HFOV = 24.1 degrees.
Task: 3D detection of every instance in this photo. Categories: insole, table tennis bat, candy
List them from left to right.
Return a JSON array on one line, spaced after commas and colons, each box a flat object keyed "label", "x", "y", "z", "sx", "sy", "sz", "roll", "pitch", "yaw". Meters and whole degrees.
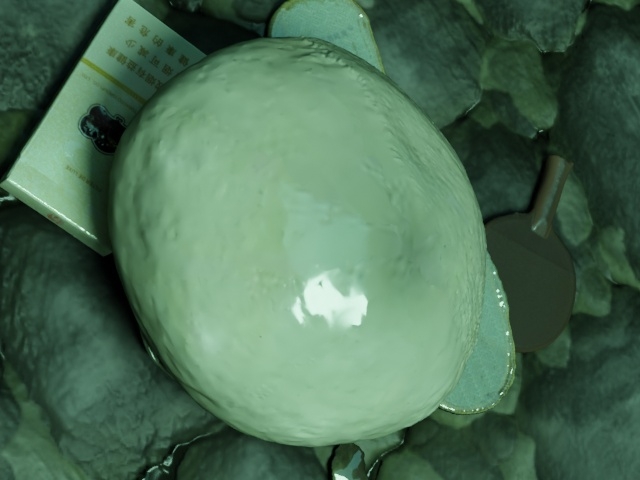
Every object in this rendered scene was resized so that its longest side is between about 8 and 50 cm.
[{"label": "candy", "x": 0.000, "y": 0.000, "z": 1.009, "sx": 0.295, "sy": 0.185, "sz": 0.295, "roll": 2, "pitch": 87, "yaw": -32}, {"label": "insole", "x": 0.053, "y": -0.027, "z": 1.138, "sx": 0.119, "sy": 0.009, "sz": 0.348, "roll": -23, "pitch": 91, "yaw": -17}, {"label": "table tennis bat", "x": 0.192, "y": 0.001, "z": 1.159, "sx": 0.107, "sy": 0.119, "sz": 0.170, "roll": 28, "pitch": 70, "yaw": -22}]

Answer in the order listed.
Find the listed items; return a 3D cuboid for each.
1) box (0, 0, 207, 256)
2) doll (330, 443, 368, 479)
[{"label": "box", "x": -0.144, "y": -0.082, "z": 1.045, "sx": 0.090, "sy": 0.024, "sz": 0.167, "roll": 36, "pitch": 65, "yaw": -19}, {"label": "doll", "x": -0.005, "y": 0.254, "z": 1.019, "sx": 0.286, "sy": 0.091, "sz": 0.202, "roll": -8, "pitch": 50, "yaw": -41}]
